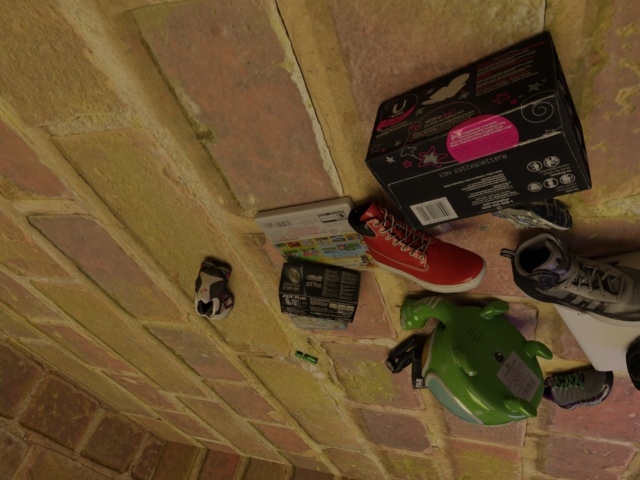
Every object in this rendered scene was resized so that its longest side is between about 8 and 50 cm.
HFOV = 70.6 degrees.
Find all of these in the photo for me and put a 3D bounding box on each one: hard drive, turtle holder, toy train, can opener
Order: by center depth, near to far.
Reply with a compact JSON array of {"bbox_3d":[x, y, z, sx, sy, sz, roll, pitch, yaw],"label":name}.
[{"bbox_3d":[0.623,0.152,0.903,0.233,0.047,0.353,-19,129,37],"label":"hard drive"},{"bbox_3d":[0.321,0.275,1.016,0.320,0.243,0.227,24,143,-9],"label":"turtle holder"},{"bbox_3d":[0.233,0.319,1.274,0.059,0.073,0.186,49,146,24],"label":"can opener"},{"bbox_3d":[-0.046,0.386,1.490,0.083,0.017,0.024,25,132,-9],"label":"toy train"}]

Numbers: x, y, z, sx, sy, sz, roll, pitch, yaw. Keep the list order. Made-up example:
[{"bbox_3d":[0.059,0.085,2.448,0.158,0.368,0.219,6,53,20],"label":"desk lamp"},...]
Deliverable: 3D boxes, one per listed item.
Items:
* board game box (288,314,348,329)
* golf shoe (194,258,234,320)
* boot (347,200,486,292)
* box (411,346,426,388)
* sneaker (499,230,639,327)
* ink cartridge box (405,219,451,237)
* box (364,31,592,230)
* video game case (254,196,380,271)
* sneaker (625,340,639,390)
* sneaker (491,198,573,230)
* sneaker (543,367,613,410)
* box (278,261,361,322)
[{"bbox_3d":[-0.011,0.206,1.241,0.154,0.026,0.103,-3,138,26],"label":"board game box"},{"bbox_3d":[-0.304,0.165,1.235,0.105,0.120,0.273,14,144,3],"label":"golf shoe"},{"bbox_3d":[0.164,0.003,0.814,0.244,0.088,0.176,14,154,43],"label":"boot"},{"bbox_3d":[0.341,0.343,1.226,0.184,0.045,0.191,-6,139,3],"label":"box"},{"bbox_3d":[0.436,0.062,0.754,0.268,0.101,0.153,10,162,48],"label":"sneaker"},{"bbox_3d":[0.205,-0.031,0.856,0.083,0.028,0.048,39,139,-26],"label":"ink cartridge box"},{"bbox_3d":[0.215,-0.137,0.629,0.247,0.142,0.163,-14,134,36],"label":"box"},{"bbox_3d":[0.000,0.000,0.982,0.226,0.026,0.206,-8,136,28],"label":"video game case"},{"bbox_3d":[0.691,0.196,0.828,0.130,0.109,0.286,2,148,3],"label":"sneaker"},{"bbox_3d":[0.356,-0.045,0.770,0.135,0.052,0.058,21,153,8],"label":"sneaker"},{"bbox_3d":[0.636,0.371,1.146,0.098,0.083,0.224,20,144,5],"label":"sneaker"},{"bbox_3d":[-0.003,0.125,1.060,0.180,0.078,0.147,7,153,3],"label":"box"}]
